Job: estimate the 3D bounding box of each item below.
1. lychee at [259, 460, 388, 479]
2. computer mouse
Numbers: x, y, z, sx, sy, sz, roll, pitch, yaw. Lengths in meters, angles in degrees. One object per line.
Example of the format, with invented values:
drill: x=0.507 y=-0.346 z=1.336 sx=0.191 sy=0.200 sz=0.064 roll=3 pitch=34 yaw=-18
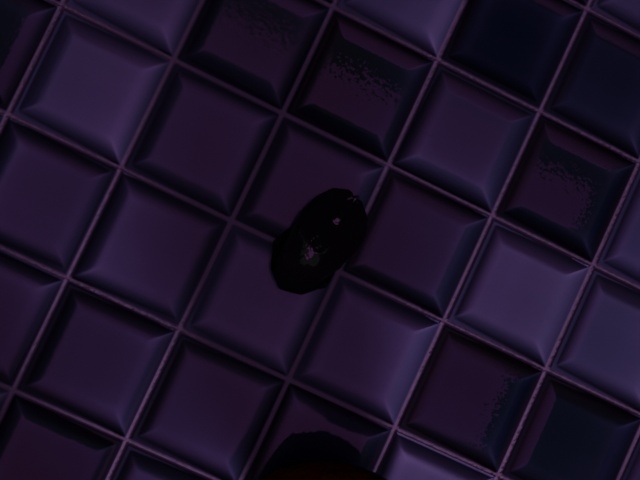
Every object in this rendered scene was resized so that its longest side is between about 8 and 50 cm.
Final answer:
lychee: x=-0.001 y=0.410 z=1.359 sx=0.255 sy=0.255 sz=0.300 roll=26 pitch=120 yaw=-6
computer mouse: x=0.000 y=0.000 z=1.445 sx=0.099 sy=0.057 sz=0.172 roll=40 pitch=81 yaw=-3
